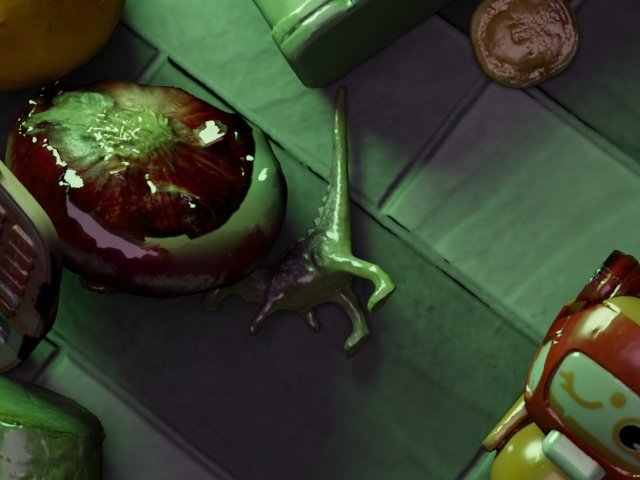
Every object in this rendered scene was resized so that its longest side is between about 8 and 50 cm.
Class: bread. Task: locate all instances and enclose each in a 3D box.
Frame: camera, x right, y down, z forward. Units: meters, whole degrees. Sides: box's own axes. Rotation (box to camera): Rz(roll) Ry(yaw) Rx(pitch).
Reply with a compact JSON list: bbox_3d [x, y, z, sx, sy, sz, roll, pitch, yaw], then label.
[{"bbox_3d":[0.200,-0.202,1.942,0.110,0.024,0.110,-1,82,5],"label":"bread"}]

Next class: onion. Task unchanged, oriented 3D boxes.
[{"bbox_3d":[-0.170,-0.030,1.878,0.272,0.272,0.195,29,128,9],"label":"onion"}]

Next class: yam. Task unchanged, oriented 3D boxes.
[{"bbox_3d":[-0.286,0.277,1.864,0.168,0.168,0.304,1,84,6],"label":"yam"}]

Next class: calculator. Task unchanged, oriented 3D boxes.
[{"bbox_3d":[-0.319,-0.004,1.841,0.048,0.329,0.220,-37,80,-27],"label":"calculator"}]

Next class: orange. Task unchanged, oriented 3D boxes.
[{"bbox_3d":[-0.304,-0.265,1.898,0.246,0.246,0.246,-1,83,6],"label":"orange"}]

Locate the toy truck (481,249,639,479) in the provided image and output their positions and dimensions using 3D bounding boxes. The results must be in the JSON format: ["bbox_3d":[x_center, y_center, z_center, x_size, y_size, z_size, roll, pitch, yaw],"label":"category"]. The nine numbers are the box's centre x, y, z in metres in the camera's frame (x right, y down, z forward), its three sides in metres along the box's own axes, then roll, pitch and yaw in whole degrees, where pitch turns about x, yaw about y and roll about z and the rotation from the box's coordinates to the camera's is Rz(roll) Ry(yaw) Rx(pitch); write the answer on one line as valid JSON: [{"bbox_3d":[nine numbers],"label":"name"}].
[{"bbox_3d":[0.256,0.164,1.781,0.189,0.265,0.239,39,78,10],"label":"toy truck"}]

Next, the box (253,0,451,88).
[{"bbox_3d":[0.032,-0.390,1.911,0.352,0.177,0.344,-34,80,2],"label":"box"}]

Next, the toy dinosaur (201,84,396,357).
[{"bbox_3d":[-0.002,0.000,1.919,0.200,0.072,0.251,43,99,20],"label":"toy dinosaur"}]
